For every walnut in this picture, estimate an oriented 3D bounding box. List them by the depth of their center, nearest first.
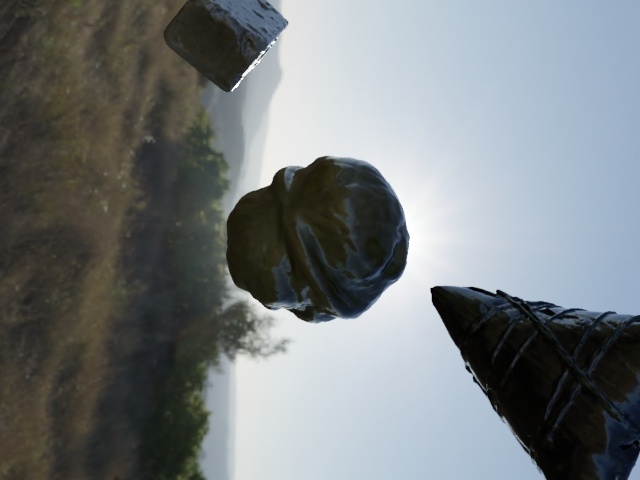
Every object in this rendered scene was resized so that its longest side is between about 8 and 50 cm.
[{"bbox_3d":[-0.002,0.000,1.374,0.277,0.282,0.253,43,52,-55],"label":"walnut"}]

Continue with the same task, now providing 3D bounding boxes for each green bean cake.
[{"bbox_3d":[-0.115,-0.267,1.059,0.085,0.109,0.179,-45,-170,24],"label":"green bean cake"}]

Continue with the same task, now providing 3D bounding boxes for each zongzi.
[{"bbox_3d":[0.406,0.175,1.238,0.362,0.319,0.383,-50,-140,17],"label":"zongzi"}]
